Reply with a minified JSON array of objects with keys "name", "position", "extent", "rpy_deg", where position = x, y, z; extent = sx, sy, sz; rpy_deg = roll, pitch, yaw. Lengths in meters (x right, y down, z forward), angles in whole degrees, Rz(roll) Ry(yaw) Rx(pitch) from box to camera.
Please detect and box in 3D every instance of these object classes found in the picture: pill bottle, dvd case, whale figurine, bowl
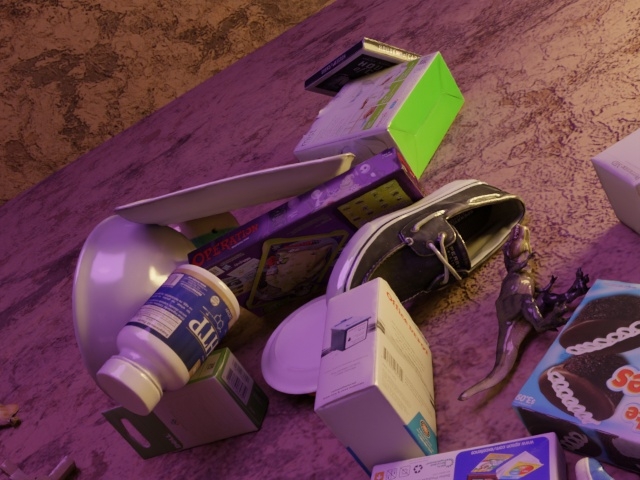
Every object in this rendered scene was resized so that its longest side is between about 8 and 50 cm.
[{"name":"pill bottle","position":[-0.201,0.132,1.033],"extent":[0.112,0.112,0.187],"rpy_deg":[-4,39,46]},{"name":"dvd case","position":[0.100,-0.346,1.644],"extent":[0.238,0.179,0.030],"rpy_deg":[-18,67,59]},{"name":"whale figurine","position":[-0.246,0.045,1.486],"extent":[0.216,0.141,0.272],"rpy_deg":[-18,-9,-37]},{"name":"bowl","position":[-0.238,0.100,1.212],"extent":[0.134,0.298,0.298],"rpy_deg":[-6,34,18]}]

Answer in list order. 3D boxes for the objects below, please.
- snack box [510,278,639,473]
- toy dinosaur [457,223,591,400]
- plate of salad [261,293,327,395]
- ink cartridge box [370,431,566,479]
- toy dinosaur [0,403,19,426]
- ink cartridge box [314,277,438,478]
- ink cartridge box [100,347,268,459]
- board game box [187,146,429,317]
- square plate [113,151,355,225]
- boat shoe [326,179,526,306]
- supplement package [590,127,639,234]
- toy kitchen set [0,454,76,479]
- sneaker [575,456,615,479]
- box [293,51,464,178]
[{"name":"snack box","position":[0.354,0.133,0.706],"extent":[0.187,0.060,0.322],"rpy_deg":[-47,29,-24]},{"name":"toy dinosaur","position":[0.248,0.080,0.925],"extent":[0.118,0.064,0.268],"rpy_deg":[-19,31,40]},{"name":"plate of salad","position":[0.010,0.143,1.094],"extent":[0.199,0.048,0.200],"rpy_deg":[-22,30,14]},{"name":"ink cartridge box","position":[0.125,0.287,0.722],"extent":[0.206,0.045,0.208],"rpy_deg":[-20,30,29]},{"name":"toy dinosaur","position":[-0.630,0.337,1.514],"extent":[0.092,0.053,0.183],"rpy_deg":[-29,29,-27]},{"name":"ink cartridge box","position":[0.068,0.157,0.901],"extent":[0.082,0.140,0.191],"rpy_deg":[-26,27,19]},{"name":"ink cartridge box","position":[-0.191,0.232,1.105],"extent":[0.209,0.109,0.062],"rpy_deg":[-21,29,25]},{"name":"board game box","position":[0.000,0.000,1.183],"extent":[0.346,0.208,0.056],"rpy_deg":[-26,54,14]},{"name":"square plate","position":[-0.112,-0.081,1.258],"extent":[0.347,0.049,0.344],"rpy_deg":[-12,4,5]},{"name":"boat shoe","position":[0.149,0.007,1.051],"extent":[0.335,0.121,0.119],"rpy_deg":[-37,26,-31]},{"name":"supplement package","position":[0.440,-0.090,0.936],"extent":[0.179,0.105,0.105],"rpy_deg":[-33,27,3]},{"name":"toy kitchen set","position":[-0.439,0.360,1.225],"extent":[0.075,0.083,0.068],"rpy_deg":[-51,-11,-32]},{"name":"sneaker","position":[0.274,0.226,0.639],"extent":[0.084,0.058,0.152],"rpy_deg":[-35,30,12]},{"name":"box","position":[0.112,-0.222,1.508],"extent":[0.231,0.127,0.262],"rpy_deg":[-10,35,41]}]
